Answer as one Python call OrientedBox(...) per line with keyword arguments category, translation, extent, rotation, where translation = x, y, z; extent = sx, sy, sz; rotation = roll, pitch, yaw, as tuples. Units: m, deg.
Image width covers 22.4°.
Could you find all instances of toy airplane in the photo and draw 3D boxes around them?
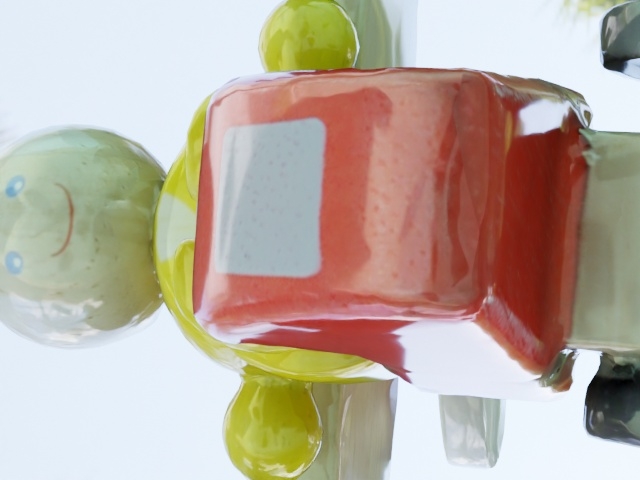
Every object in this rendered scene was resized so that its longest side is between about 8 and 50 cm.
OrientedBox(category="toy airplane", translation=(0.000, 0.000, 0.639), extent=(0.272, 0.384, 0.386), rotation=(3, -138, -2))
